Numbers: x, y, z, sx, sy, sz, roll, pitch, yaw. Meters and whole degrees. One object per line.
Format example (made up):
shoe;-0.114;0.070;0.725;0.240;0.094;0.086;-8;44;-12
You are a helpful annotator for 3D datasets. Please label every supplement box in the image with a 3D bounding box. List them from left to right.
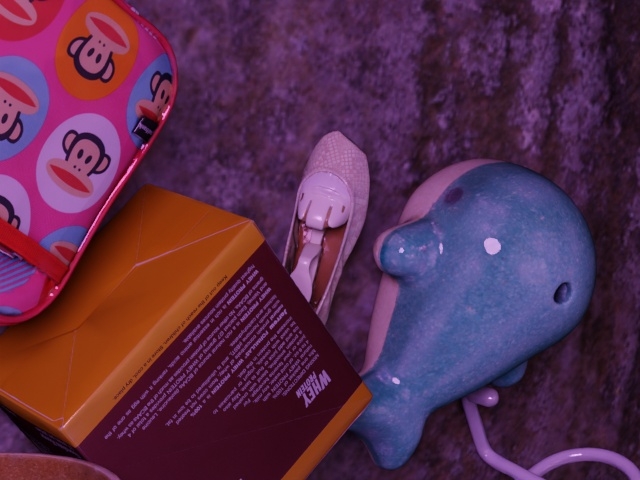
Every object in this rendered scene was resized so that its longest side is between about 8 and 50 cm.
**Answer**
supplement box;-0.101;0.103;1.144;0.191;0.129;0.194;-49;129;-19

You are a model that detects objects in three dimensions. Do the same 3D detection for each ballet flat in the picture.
ballet flat;0.000;0.000;1.243;0.052;0.057;0.168;-22;125;-76

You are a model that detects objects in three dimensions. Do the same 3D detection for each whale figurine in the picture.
whale figurine;0.121;0.065;1.316;0.272;0.141;0.216;-54;131;-14

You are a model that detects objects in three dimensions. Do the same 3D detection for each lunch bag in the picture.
lunch bag;-0.248;-0.082;0.969;0.293;0.120;0.258;38;81;-46

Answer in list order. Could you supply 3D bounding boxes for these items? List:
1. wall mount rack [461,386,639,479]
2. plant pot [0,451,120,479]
wall mount rack;0.158;0.248;1.295;0.350;0.304;0.130;-35;124;-28
plant pot;-0.221;0.282;0.967;0.237;0.237;0.254;-13;103;-37
